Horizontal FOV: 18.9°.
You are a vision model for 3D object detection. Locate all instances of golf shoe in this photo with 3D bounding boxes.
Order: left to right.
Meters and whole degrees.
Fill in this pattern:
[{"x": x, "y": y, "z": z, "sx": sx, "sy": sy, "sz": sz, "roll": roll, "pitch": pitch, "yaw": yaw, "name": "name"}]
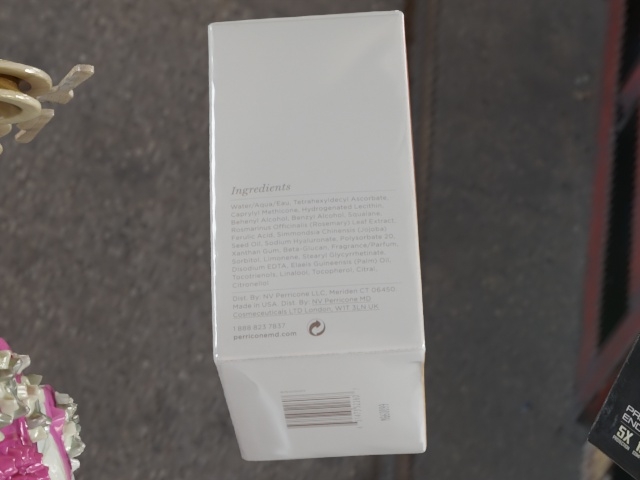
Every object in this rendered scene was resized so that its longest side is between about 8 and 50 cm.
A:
[{"x": -0.166, "y": 0.108, "z": 0.765, "sx": 0.140, "sy": 0.306, "sz": 0.115, "roll": -8, "pitch": 78, "yaw": -3, "name": "golf shoe"}]

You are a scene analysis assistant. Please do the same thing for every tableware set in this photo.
[{"x": -0.217, "y": -0.068, "z": 1.144, "sx": 0.128, "sy": 0.194, "sz": 0.039, "roll": 3, "pitch": 79, "yaw": -20, "name": "tableware set"}]

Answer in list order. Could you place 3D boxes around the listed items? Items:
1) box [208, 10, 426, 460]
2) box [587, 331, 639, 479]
[{"x": 0.000, "y": 0.000, "z": 0.891, "sx": 0.091, "sy": 0.130, "sz": 0.170, "roll": -3, "pitch": 65, "yaw": 3, "name": "box"}, {"x": 0.209, "y": 0.055, "z": 0.676, "sx": 0.147, "sy": 0.077, "sz": 0.180, "roll": 39, "pitch": 40, "yaw": 24, "name": "box"}]
